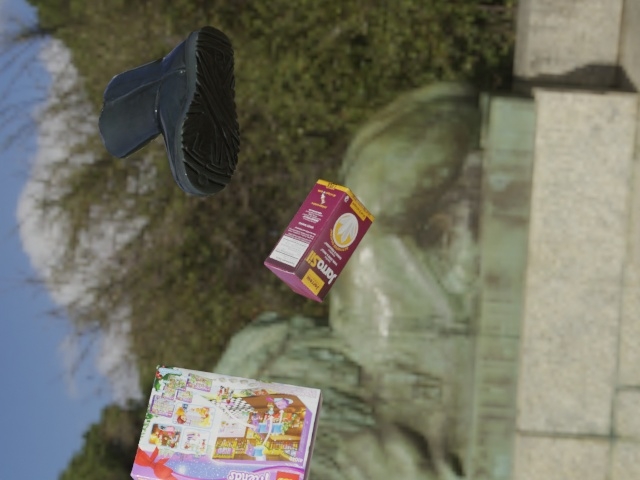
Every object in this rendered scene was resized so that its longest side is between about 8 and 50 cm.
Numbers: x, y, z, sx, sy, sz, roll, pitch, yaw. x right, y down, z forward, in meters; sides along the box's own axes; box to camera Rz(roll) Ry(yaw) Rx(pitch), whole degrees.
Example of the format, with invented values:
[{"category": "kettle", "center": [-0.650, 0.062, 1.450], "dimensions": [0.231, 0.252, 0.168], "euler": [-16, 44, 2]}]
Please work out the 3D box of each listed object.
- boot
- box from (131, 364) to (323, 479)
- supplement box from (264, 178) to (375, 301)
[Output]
[{"category": "boot", "center": [-0.205, -0.143, 1.654], "dimensions": [0.207, 0.094, 0.246], "euler": [-23, 58, 41]}, {"category": "box", "center": [-0.157, 0.334, 2.143], "dimensions": [0.057, 0.293, 0.201], "euler": [79, -159, -64]}, {"category": "supplement box", "center": [0.000, 0.000, 2.238], "dimensions": [0.188, 0.081, 0.104], "euler": [-58, -45, -14]}]
